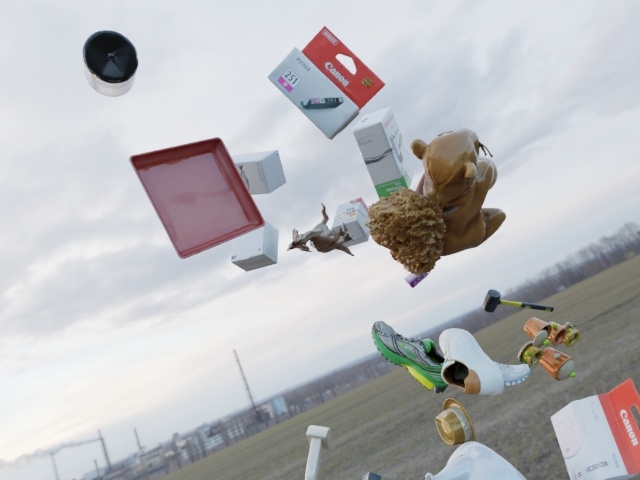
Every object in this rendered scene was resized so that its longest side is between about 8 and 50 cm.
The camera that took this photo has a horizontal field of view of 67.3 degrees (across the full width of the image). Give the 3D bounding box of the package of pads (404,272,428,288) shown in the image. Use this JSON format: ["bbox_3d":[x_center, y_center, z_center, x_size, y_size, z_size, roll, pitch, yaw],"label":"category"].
[{"bbox_3d":[0.349,0.130,1.742,0.083,0.032,0.050,-40,-50,0],"label":"package of pads"}]

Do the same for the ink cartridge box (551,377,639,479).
[{"bbox_3d":[0.642,0.447,1.098,0.066,0.189,0.232,10,-47,-6],"label":"ink cartridge box"}]

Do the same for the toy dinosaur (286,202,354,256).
[{"bbox_3d":[0.000,0.000,1.789,0.200,0.127,0.295,-39,-40,12],"label":"toy dinosaur"}]

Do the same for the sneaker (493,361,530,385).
[{"bbox_3d":[0.563,0.414,1.524,0.190,0.083,0.071,-21,6,18],"label":"sneaker"}]

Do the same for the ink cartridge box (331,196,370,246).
[{"bbox_3d":[0.142,-0.078,2.132,0.128,0.127,0.176,-18,34,27],"label":"ink cartridge box"}]

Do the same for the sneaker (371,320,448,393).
[{"bbox_3d":[0.342,0.396,1.774,0.134,0.343,0.146,-16,-47,-56],"label":"sneaker"}]

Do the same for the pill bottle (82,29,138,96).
[{"bbox_3d":[-0.528,-0.432,1.207,0.122,0.123,0.219,-17,10,-23],"label":"pill bottle"}]

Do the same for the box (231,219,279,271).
[{"bbox_3d":[-0.297,0.026,2.192,0.180,0.182,0.119,-15,-32,25],"label":"box"}]

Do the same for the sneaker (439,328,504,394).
[{"bbox_3d":[0.366,0.317,1.297,0.123,0.106,0.290,-2,12,-10],"label":"sneaker"}]

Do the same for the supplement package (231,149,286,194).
[{"bbox_3d":[-0.210,-0.199,1.435,0.179,0.105,0.105,-1,25,29],"label":"supplement package"}]

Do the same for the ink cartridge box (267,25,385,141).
[{"bbox_3d":[0.019,-0.479,1.448,0.239,0.275,0.060,-45,-5,8],"label":"ink cartridge box"}]

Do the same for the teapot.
[{"bbox_3d":[0.382,0.624,1.129,0.187,0.256,0.253,-41,-32,-19],"label":"teapot"}]

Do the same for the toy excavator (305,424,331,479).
[{"bbox_3d":[-0.034,0.971,1.734,0.222,0.445,0.433,4,18,13],"label":"toy excavator"}]

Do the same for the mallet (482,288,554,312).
[{"bbox_3d":[0.546,0.169,1.323,0.189,0.039,0.062,1,-56,6],"label":"mallet"}]

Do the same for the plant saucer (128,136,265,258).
[{"bbox_3d":[-0.292,-0.105,1.153,0.258,0.259,0.047,-26,-2,-43],"label":"plant saucer"}]

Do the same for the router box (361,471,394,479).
[{"bbox_3d":[0.204,0.822,1.288,0.242,0.309,0.081,18,-36,0],"label":"router box"}]

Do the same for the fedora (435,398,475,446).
[{"bbox_3d":[0.465,0.658,1.695,0.079,0.194,0.194,-9,-19,-17],"label":"fedora"}]

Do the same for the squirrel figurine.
[{"bbox_3d":[0.318,-0.104,1.312,0.397,0.281,0.370,-44,-25,-14],"label":"squirrel figurine"}]

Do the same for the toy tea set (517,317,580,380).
[{"bbox_3d":[0.794,0.373,1.629,0.336,0.124,0.200,17,-76,-38],"label":"toy tea set"}]

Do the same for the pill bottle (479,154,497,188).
[{"bbox_3d":[0.565,-0.266,1.895,0.278,0.162,0.162,-2,-25,-44],"label":"pill bottle"}]

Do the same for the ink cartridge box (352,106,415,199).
[{"bbox_3d":[0.246,-0.332,1.824,0.121,0.289,0.211,-14,24,27],"label":"ink cartridge box"}]
